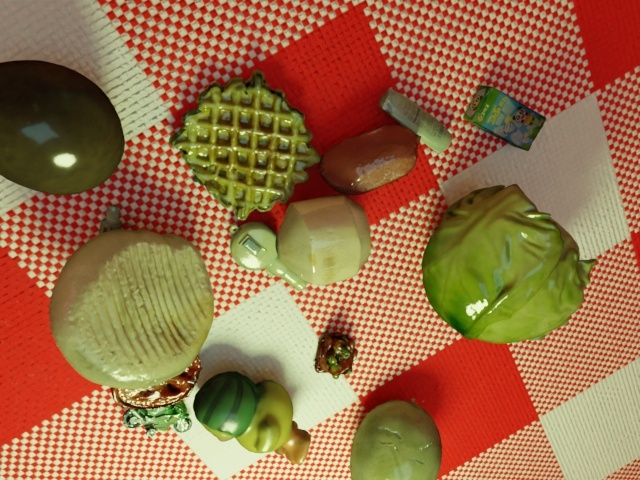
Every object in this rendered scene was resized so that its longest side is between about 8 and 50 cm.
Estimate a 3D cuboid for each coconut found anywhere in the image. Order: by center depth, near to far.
[{"bbox_3d":[-0.001,-0.002,1.186,0.241,0.241,0.241,-5,112,-12],"label":"coconut"}]

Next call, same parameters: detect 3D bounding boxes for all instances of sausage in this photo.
[{"bbox_3d":[0.125,-0.193,1.187,0.254,0.148,0.148,-28,115,2],"label":"sausage"}]

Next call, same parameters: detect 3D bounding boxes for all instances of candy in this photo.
[{"bbox_3d":[0.478,-0.316,1.267,0.194,0.062,0.097,21,106,-21],"label":"candy"}]

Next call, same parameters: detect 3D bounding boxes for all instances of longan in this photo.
[{"bbox_3d":[-0.547,-0.215,0.965,0.300,0.243,0.300,11,137,10],"label":"longan"}]

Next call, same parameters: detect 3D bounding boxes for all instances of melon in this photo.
[{"bbox_3d":[0.227,0.636,1.466,0.268,0.268,0.331,20,83,-20],"label":"melon"}]

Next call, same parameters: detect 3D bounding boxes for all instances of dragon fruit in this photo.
[{"bbox_3d":[0.039,0.328,1.393,0.138,0.175,0.142,-36,84,-9],"label":"dragon fruit"}]

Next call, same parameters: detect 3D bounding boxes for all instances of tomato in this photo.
[{"bbox_3d":[-0.432,0.338,1.281,0.227,0.101,0.228,-13,121,-22],"label":"tomato"}]

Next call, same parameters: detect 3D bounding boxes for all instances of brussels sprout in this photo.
[{"bbox_3d":[0.458,0.092,1.265,0.361,0.342,0.425,-44,114,4],"label":"brussels sprout"}]

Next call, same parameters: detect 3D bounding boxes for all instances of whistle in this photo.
[{"bbox_3d":[-0.133,0.045,1.257,0.126,0.067,0.258,-45,116,7],"label":"whistle"}]

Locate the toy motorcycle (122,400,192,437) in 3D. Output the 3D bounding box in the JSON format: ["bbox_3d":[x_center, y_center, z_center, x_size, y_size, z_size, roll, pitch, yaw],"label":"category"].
[{"bbox_3d":[-0.442,0.477,1.347,0.190,0.074,0.106,15,100,-20],"label":"toy motorcycle"}]

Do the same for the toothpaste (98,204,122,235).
[{"bbox_3d":[-0.513,0.034,1.174,0.067,0.037,0.256,8,112,-22],"label":"toothpaste"}]

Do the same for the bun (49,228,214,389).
[{"bbox_3d":[-0.426,0.151,1.102,0.365,0.219,0.366,12,72,-41],"label":"bun"}]

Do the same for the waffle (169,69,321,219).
[{"bbox_3d":[-0.168,-0.219,1.143,0.297,0.073,0.317,-38,112,4],"label":"waffle"}]

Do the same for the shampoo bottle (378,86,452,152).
[{"bbox_3d":[0.239,-0.299,1.219,0.212,0.049,0.072,31,76,-21],"label":"shampoo bottle"}]

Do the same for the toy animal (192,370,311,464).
[{"bbox_3d":[-0.184,0.472,1.347,0.338,0.216,0.191,31,74,-19],"label":"toy animal"}]
